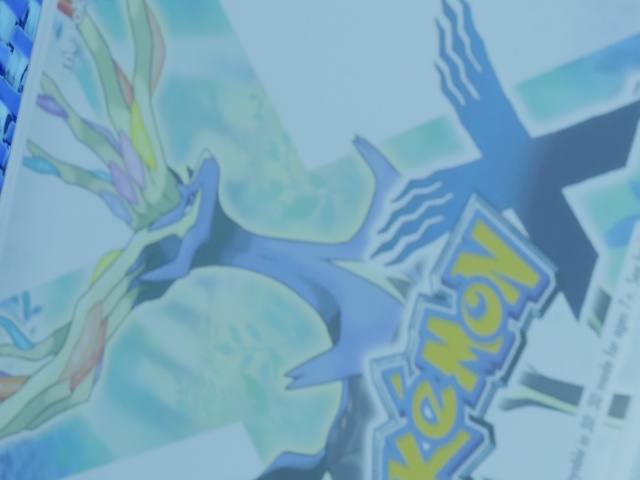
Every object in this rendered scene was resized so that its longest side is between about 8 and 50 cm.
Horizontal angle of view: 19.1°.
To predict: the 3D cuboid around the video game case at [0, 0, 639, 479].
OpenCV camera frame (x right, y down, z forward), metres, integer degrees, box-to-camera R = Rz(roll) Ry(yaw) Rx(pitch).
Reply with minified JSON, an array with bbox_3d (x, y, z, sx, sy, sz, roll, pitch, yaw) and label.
[{"bbox_3d":[0.000,0.000,0.672,0.300,0.036,0.329,25,109,34],"label":"video game case"}]
